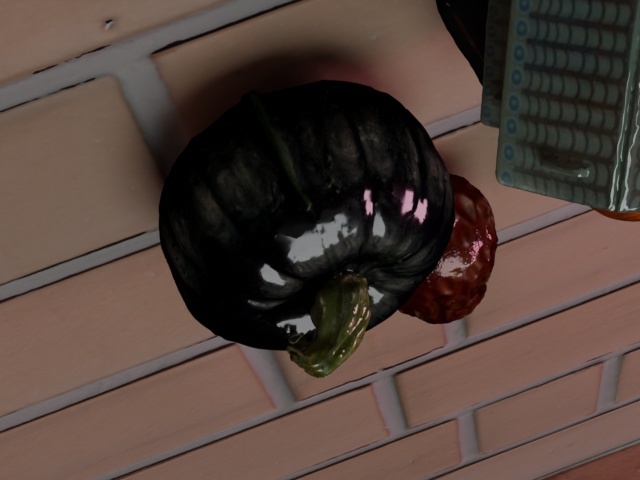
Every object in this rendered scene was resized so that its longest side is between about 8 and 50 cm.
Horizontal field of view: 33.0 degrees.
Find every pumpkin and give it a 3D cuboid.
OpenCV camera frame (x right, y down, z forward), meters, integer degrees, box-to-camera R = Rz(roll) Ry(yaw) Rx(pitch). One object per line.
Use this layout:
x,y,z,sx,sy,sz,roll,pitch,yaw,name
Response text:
0.000,0.000,1.030,0.295,0.296,0.296,-16,149,-10,pumpkin

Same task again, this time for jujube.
0.129,0.014,1.259,0.155,0.155,0.230,-21,157,0,jujube

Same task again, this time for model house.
0.219,-0.158,0.772,0.198,0.215,0.224,6,110,7,model house

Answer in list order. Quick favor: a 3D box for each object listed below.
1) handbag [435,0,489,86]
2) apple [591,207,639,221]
0.231,-0.190,0.958,0.215,0.169,0.155,-25,-168,13,handbag
0.354,-0.100,1.228,0.163,0.139,0.163,-20,139,-18,apple
